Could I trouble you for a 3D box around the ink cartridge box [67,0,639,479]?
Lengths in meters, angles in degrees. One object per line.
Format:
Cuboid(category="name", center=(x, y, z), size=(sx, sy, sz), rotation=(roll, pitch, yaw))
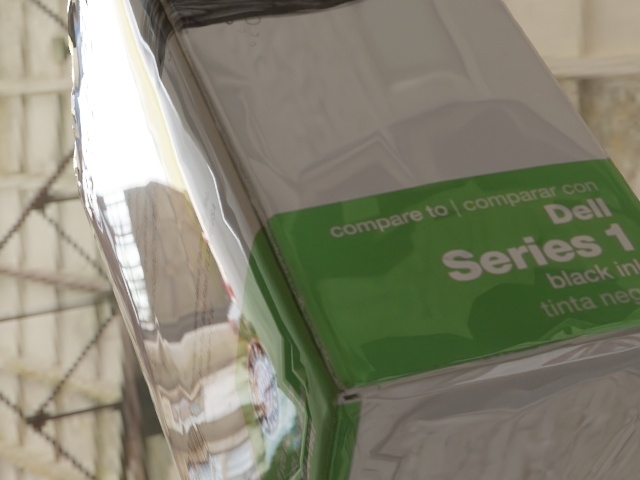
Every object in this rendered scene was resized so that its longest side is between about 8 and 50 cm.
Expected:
Cuboid(category="ink cartridge box", center=(0.000, 0.000, 0.452), size=(0.160, 0.093, 0.219), rotation=(98, -25, -46))
